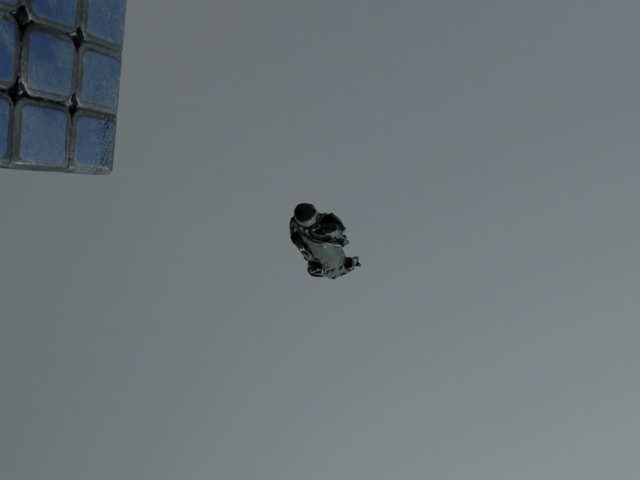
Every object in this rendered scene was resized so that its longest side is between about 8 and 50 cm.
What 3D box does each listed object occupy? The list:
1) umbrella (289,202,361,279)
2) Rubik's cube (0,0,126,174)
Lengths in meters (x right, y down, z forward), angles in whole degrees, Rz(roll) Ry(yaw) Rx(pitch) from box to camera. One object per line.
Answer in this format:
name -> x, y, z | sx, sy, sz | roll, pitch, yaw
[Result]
umbrella -> 0.002, -0.002, 1.356 | 0.143, 0.349, 0.094 | -8, -115, 10
Rubik's cube -> -0.503, -0.261, 0.862 | 0.303, 0.301, 0.306 | 11, -84, 21
